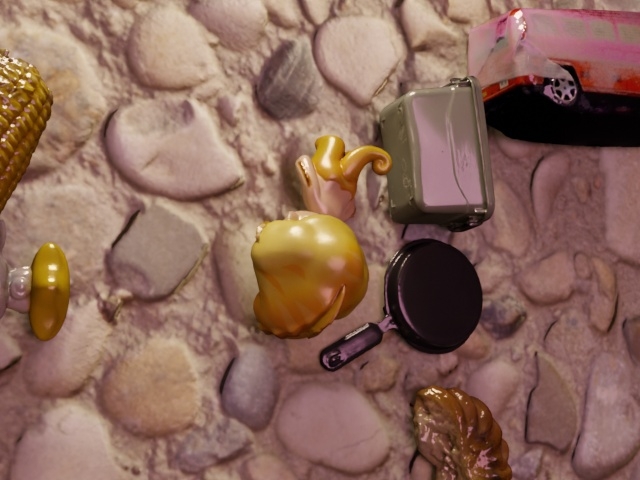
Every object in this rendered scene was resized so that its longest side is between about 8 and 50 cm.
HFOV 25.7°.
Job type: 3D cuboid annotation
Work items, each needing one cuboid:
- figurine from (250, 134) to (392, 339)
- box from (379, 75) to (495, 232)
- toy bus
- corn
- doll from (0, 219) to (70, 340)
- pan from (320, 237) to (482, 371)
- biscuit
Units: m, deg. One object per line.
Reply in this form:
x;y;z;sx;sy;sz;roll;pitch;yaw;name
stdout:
0.000;0.000;1.514;0.156;0.131;0.246;34;56;-36;figurine
0.128;-0.095;1.596;0.093;0.124;0.172;-4;82;-19;box
0.326;-0.199;1.710;0.303;0.127;0.147;-1;79;-28;toy bus
-0.367;-0.025;1.310;0.131;0.131;0.344;33;65;-20;corn
-0.302;0.056;1.369;0.113;0.071;0.135;28;74;-13;doll
0.096;0.086;1.594;0.235;0.028;0.136;-31;96;-29;pan
0.170;0.248;1.590;0.118;0.061;0.183;-12;87;-31;biscuit
